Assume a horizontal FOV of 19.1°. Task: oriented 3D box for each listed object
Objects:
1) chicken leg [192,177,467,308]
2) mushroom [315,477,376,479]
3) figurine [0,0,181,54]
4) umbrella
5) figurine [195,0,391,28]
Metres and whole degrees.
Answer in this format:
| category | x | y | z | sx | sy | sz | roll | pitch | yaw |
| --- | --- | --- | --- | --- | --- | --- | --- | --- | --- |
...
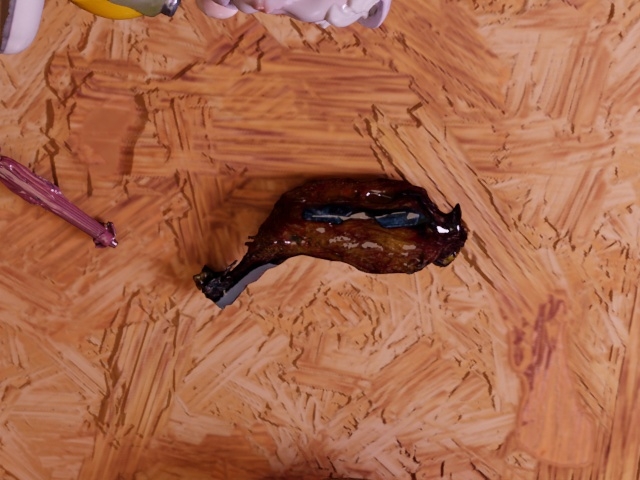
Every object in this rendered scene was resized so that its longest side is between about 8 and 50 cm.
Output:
| category | x | y | z | sx | sy | sz | roll | pitch | yaw |
| --- | --- | --- | --- | --- | --- | --- | --- | --- | --- |
| chicken leg | 0.000 | 0.000 | 1.608 | 0.253 | 0.051 | 0.106 | -11 | 126 | 23 |
| mushroom | 0.047 | 0.302 | 1.742 | 0.278 | 0.146 | 0.278 | 10 | 148 | 6 |
| figurine | -0.161 | -0.255 | 1.425 | 0.141 | 0.166 | 0.250 | 6 | 116 | -15 |
| umbrella | -0.243 | -0.043 | 1.646 | 0.165 | 0.027 | 0.025 | 36 | 169 | -14 |
| figurine | -0.060 | -0.227 | 1.368 | 0.276 | 0.133 | 0.200 | 6 | 164 | -24 |
